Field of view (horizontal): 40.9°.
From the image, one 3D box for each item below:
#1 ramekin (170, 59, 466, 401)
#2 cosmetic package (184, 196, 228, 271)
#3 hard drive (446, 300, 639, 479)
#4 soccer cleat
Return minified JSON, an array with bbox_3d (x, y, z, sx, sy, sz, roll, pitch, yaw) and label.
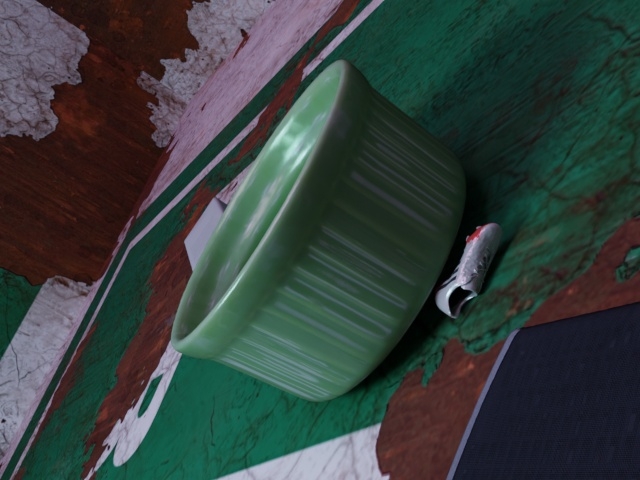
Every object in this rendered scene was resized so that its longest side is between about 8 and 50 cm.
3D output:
[{"bbox_3d":[0.000,0.000,0.800,0.303,0.148,0.303,-54,14,21],"label":"ramekin"},{"bbox_3d":[-0.098,0.027,1.094,0.085,0.117,0.231,-55,18,3],"label":"cosmetic package"},{"bbox_3d":[0.093,0.132,0.292,0.172,0.054,0.254,-26,36,58],"label":"hard drive"},{"bbox_3d":[0.121,0.025,0.682,0.083,0.029,0.035,-56,26,16],"label":"soccer cleat"}]
